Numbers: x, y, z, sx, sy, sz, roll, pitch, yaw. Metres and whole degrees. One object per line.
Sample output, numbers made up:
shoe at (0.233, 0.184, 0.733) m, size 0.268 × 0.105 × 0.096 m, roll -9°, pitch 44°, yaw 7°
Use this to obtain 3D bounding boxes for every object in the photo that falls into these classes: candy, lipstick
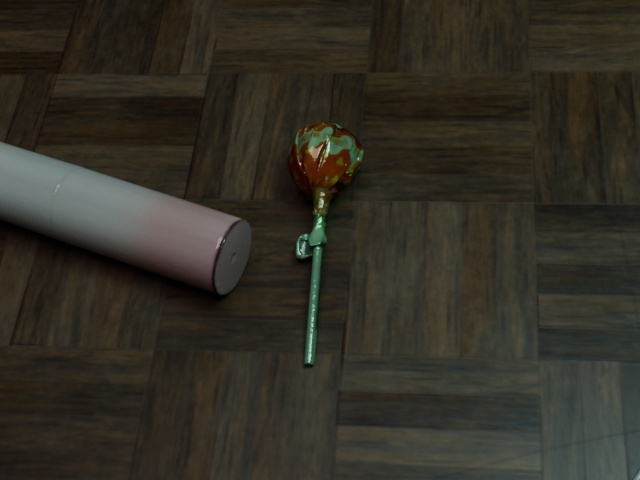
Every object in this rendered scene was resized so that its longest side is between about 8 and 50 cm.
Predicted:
candy at (0.001, 0.001, 1.199) m, size 0.084 × 0.078 × 0.287 m, roll 17°, pitch 61°, yaw -27°
lipstick at (-0.240, -0.028, 1.224) m, size 0.327 × 0.087 × 0.087 m, roll 18°, pitch 59°, yaw 18°

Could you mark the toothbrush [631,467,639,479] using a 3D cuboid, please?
toothbrush at (0.229, 0.298, 0.979) m, size 0.024 × 0.018 × 0.257 m, roll 36°, pitch 65°, yaw 20°
